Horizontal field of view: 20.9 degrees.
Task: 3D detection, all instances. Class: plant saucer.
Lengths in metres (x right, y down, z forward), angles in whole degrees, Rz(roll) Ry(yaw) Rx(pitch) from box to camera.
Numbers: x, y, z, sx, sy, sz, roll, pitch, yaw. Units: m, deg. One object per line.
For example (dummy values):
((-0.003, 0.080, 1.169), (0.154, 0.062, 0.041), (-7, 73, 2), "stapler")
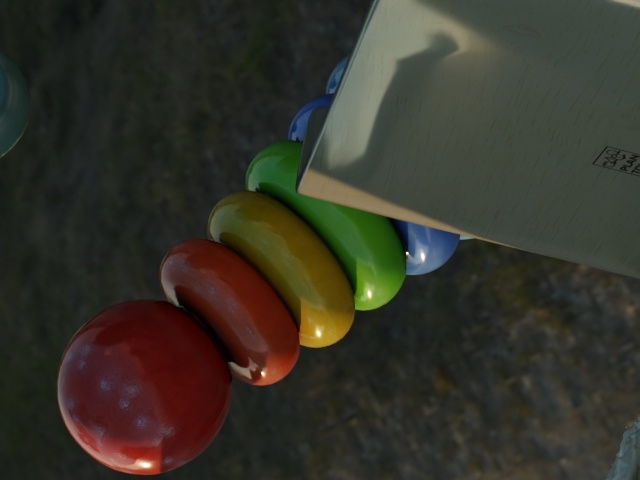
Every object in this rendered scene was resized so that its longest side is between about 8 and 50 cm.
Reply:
((-0.276, -0.107, 1.290), (0.119, 0.119, 0.021), (58, 160, 18), "plant saucer")

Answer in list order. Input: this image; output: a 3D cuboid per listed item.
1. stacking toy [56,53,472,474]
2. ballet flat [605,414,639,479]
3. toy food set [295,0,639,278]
((0.000, 0.000, 0.919), (0.141, 0.330, 0.141), (41, 161, 18), "stacking toy")
((0.239, 0.208, 1.086), (0.147, 0.409, 0.147), (11, 129, 14), "ballet flat")
((0.121, -0.071, 0.663), (0.306, 0.220, 0.092), (114, 169, -69), "toy food set")
